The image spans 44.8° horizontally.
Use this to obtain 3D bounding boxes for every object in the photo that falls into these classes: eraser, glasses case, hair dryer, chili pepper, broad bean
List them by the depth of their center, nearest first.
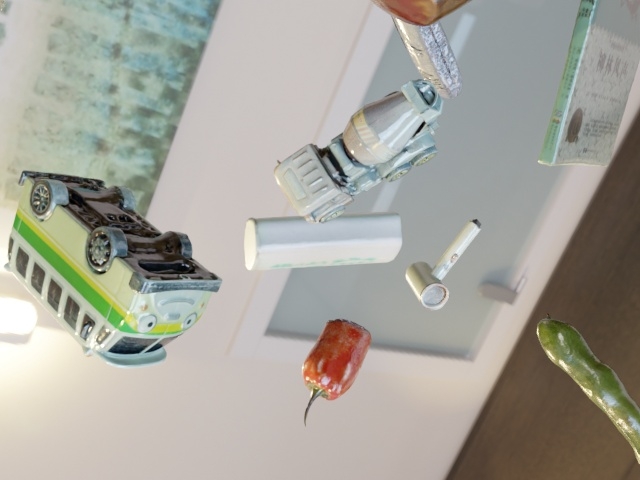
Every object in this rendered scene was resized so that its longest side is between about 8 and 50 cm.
[{"bbox_3d":[0.358,0.197,0.961,0.052,0.053,0.256,-21,-108,-52],"label":"broad bean"},{"bbox_3d":[0.013,0.222,1.285,0.086,0.192,0.084,17,150,20],"label":"chili pepper"},{"bbox_3d":[0.189,-0.376,1.429,0.282,0.067,0.109,53,178,-41],"label":"glasses case"},{"bbox_3d":[0.000,0.000,1.538,0.290,0.104,0.189,-3,167,-10],"label":"eraser"},{"bbox_3d":[0.298,0.038,1.847,0.073,0.236,0.131,25,-162,-23],"label":"hair dryer"}]

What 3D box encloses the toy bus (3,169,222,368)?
[{"bbox_3d":[-0.268,0.036,0.960,0.276,0.164,0.134,36,-161,33],"label":"toy bus"}]

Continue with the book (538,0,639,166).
[{"bbox_3d":[0.414,-0.290,1.107,0.031,0.379,0.264,21,-163,33],"label":"book"}]

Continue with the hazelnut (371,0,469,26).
[{"bbox_3d":[0.124,-0.341,0.780,0.234,0.218,0.218,-32,-133,-26],"label":"hazelnut"}]

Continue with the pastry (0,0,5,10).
[{"bbox_3d":[-0.412,-0.283,0.725,0.259,0.089,0.121,11,-121,-10],"label":"pastry"}]

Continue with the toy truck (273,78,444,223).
[{"bbox_3d":[0.056,-0.128,1.078,0.108,0.257,0.140,60,-169,10],"label":"toy truck"}]
